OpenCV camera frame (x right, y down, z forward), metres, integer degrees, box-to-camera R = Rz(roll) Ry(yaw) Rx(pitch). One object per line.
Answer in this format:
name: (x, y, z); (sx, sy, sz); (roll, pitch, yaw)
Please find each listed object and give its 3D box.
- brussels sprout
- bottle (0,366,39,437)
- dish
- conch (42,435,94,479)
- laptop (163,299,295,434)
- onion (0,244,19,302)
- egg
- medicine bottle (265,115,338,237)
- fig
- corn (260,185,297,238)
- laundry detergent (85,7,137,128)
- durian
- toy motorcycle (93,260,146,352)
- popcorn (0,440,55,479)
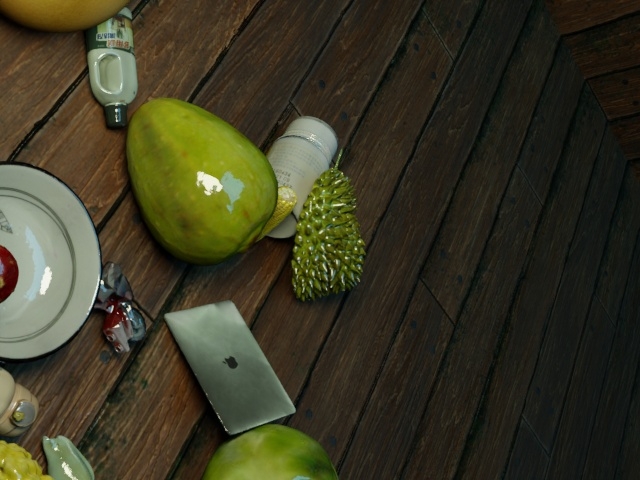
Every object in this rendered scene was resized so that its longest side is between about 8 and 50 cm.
brussels sprout: (-0.077, 0.503, 1.808); (0.344, 0.268, 0.344); (43, 27, -28)
bottle: (-0.517, 0.225, 1.476); (0.209, 0.110, 0.097); (42, 63, -36)
dish: (-0.499, 0.037, 1.536); (0.316, 0.106, 0.316); (8, 79, -46)
conch: (-0.401, 0.395, 1.613); (0.088, 0.065, 0.180); (-27, 94, -48)
laptop: (-0.174, 0.237, 1.874); (0.188, 0.015, 0.269); (-9, 61, -51)
onion: (-0.489, 0.047, 1.404); (0.107, 0.107, 0.097); (40, 11, -38)
egg: (-0.428, -0.474, 1.635); (0.322, 0.250, 0.250); (-23, 99, -56)
medicine bottle: (-0.060, -0.139, 2.087); (0.143, 0.143, 0.258); (52, 47, -29)
fig: (-0.232, -0.112, 1.802); (0.326, 0.258, 0.258); (52, 44, -8)
corn: (-0.116, -0.048, 1.956); (0.067, 0.206, 0.067); (17, 58, -28)
laundry detergent: (-0.383, -0.317, 1.798); (0.099, 0.070, 0.225); (4, 79, -58)
durian: (0.002, 0.002, 2.061); (0.169, 0.158, 0.355); (-110, -160, -45)
toy motorcycle: (-0.380, 0.105, 1.692); (0.213, 0.082, 0.122); (59, 42, -21)
popcorn: (-0.474, 0.399, 1.436); (0.181, 0.217, 0.235); (-37, 119, -20)
